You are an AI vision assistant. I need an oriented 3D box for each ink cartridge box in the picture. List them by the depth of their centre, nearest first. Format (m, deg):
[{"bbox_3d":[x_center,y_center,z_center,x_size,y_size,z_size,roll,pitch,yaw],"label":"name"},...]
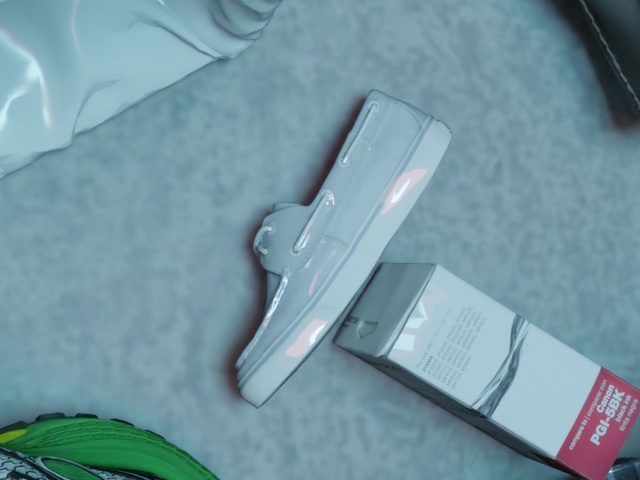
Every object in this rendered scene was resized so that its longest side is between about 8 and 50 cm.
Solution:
[{"bbox_3d":[0.087,0.067,0.628,0.135,0.099,0.056,32,82,-12],"label":"ink cartridge box"}]

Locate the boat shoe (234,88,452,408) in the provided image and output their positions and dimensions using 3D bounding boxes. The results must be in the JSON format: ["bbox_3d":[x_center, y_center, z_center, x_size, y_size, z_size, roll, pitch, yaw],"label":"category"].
[{"bbox_3d":[0.000,0.000,0.628,0.063,0.066,0.184,33,84,3],"label":"boat shoe"}]

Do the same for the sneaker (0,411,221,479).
[{"bbox_3d":[-0.127,0.150,0.503,0.343,0.146,0.134,32,91,-46],"label":"sneaker"}]

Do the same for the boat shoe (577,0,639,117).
[{"bbox_3d":[0.136,-0.202,0.639,0.097,0.116,0.324,-19,90,-9],"label":"boat shoe"}]

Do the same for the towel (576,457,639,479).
[{"bbox_3d":[0.142,0.275,0.633,0.235,0.121,0.283,-20,96,-12],"label":"towel"}]

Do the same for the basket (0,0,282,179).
[{"bbox_3d":[-0.200,-0.146,0.448,0.331,0.328,0.266,-31,92,-11],"label":"basket"}]
